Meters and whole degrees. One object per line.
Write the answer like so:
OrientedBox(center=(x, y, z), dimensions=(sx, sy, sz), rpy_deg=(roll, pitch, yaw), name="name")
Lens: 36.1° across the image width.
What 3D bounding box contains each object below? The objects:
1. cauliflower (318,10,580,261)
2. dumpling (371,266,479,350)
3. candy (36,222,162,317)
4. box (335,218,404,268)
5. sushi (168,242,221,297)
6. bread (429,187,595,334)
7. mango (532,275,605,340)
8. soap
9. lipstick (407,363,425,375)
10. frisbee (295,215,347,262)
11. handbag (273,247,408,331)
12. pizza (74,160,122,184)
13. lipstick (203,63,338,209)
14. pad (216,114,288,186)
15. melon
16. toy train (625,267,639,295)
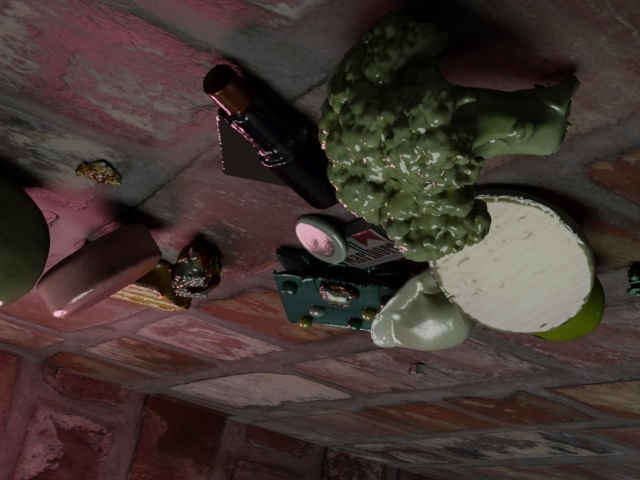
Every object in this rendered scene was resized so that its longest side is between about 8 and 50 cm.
OrientedBox(center=(0.133, -0.104, 1.110), dimensions=(0.280, 0.261, 0.327), rpy_deg=(16, -179, 1), name="cauliflower")
OrientedBox(center=(0.209, 0.118, 1.825), dimensions=(0.252, 0.131, 0.179), rpy_deg=(-14, 135, 1), name="dumpling")
OrientedBox(center=(-0.430, 0.061, 1.906), dimensions=(0.094, 0.255, 0.255), rpy_deg=(58, 152, 0), name="candy")
OrientedBox(center=(0.084, 0.006, 1.747), dimensions=(0.115, 0.036, 0.177), rpy_deg=(24, 157, -27), name="box")
OrientedBox(center=(-0.259, 0.061, 1.998), dimensions=(0.097, 0.103, 0.226), rpy_deg=(27, 159, 8), name="sushi")
OrientedBox(center=(0.296, 0.032, 1.525), dimensions=(0.266, 0.040, 0.267), rpy_deg=(12, 126, 16), name="bread")
OrientedBox(center=(0.337, 0.073, 1.650), dimensions=(0.293, 0.143, 0.175), rpy_deg=(24, 157, -5), name="mango")
OrientedBox(center=(-0.406, 0.089, 2.173), dimensions=(0.257, 0.080, 0.160), rpy_deg=(14, 161, -6), name="soap")
OrientedBox(center=(0.246, 0.340, 2.565), dimensions=(0.025, 0.025, 0.107), rpy_deg=(14, 166, -7), name="lipstick")
OrientedBox(center=(0.000, 0.000, 1.742), dimensions=(0.110, 0.014, 0.110), rpy_deg=(26, 147, 19), name="frisbee")
OrientedBox(center=(0.047, 0.118, 1.972), dimensions=(0.268, 0.100, 0.274), rpy_deg=(9, 160, 10), name="handbag")
OrientedBox(center=(-0.384, -0.115, 1.696), dimensions=(0.083, 0.025, 0.078), rpy_deg=(16, 162, -9), name="pizza")
OrientedBox(center=(-0.059, -0.143, 1.369), dimensions=(0.081, 0.081, 0.299), rpy_deg=(-2, 150, 33), name="lipstick")
OrientedBox(center=(-0.088, -0.132, 1.519), dimensions=(0.142, 0.003, 0.211), rpy_deg=(11, 159, 1), name="pad")
OrientedBox(center=(-0.635, -0.007, 1.798), dimensions=(0.271, 0.272, 0.308), rpy_deg=(-6, 134, 40), name="melon")
OrientedBox(center=(0.568, 0.077, 1.654), dimensions=(0.081, 0.050, 0.122), rpy_deg=(-12, 149, 39), name="toy train")
